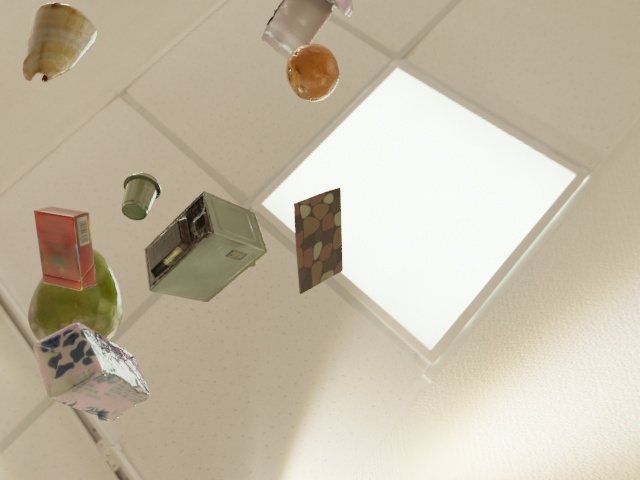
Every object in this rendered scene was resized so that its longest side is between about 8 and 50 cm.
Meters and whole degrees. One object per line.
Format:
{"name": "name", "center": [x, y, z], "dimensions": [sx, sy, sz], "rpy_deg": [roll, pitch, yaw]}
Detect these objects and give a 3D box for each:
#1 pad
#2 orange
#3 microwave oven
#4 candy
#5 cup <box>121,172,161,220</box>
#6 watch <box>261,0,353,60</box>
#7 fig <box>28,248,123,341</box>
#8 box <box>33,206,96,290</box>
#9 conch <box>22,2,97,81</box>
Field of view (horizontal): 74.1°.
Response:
{"name": "pad", "center": [0.000, 0.000, 1.016], "dimensions": [0.003, 0.235, 0.158], "rpy_deg": [20, -147, 40]}
{"name": "orange", "center": [-0.011, -0.248, 0.626], "dimensions": [0.083, 0.083, 0.084], "rpy_deg": [-3, -111, 7]}
{"name": "microwave oven", "center": [-0.417, 0.025, 1.518], "dimensions": [0.355, 0.286, 0.219], "rpy_deg": [-39, -127, 23]}
{"name": "candy", "center": [-0.315, 0.189, 0.598], "dimensions": [0.073, 0.160, 0.092], "rpy_deg": [-32, -121, -12]}
{"name": "cup", "center": [-0.592, -0.140, 1.390], "dimensions": [0.120, 0.120, 0.141], "rpy_deg": [-11, -129, 4]}
{"name": "watch", "center": [-0.048, -0.559, 1.029], "dimensions": [0.210, 0.248, 0.217], "rpy_deg": [35, -66, -19]}
{"name": "fig", "center": [-0.760, 0.178, 1.328], "dimensions": [0.257, 0.258, 0.327], "rpy_deg": [-12, -108, 4]}
{"name": "box", "center": [-0.570, 0.018, 0.950], "dimensions": [0.112, 0.048, 0.175], "rpy_deg": [9, -72, 13]}
{"name": "conch", "center": [-0.669, -0.516, 1.070], "dimensions": [0.158, 0.127, 0.255], "rpy_deg": [5, -126, -6]}
